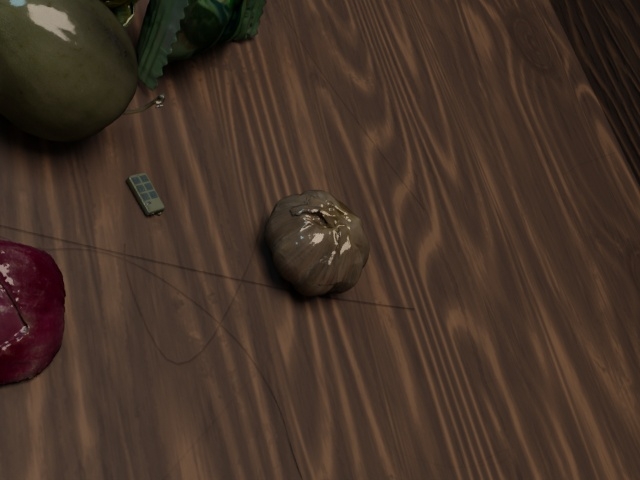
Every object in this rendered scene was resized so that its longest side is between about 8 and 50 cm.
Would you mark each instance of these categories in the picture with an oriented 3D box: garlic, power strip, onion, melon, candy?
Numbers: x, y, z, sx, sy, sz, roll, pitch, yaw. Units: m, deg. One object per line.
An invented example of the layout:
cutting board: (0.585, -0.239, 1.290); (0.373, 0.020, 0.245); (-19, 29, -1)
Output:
garlic: (-0.003, -0.003, 1.618); (0.228, 0.152, 0.228); (25, 46, -29)
power strip: (-0.321, -0.085, 1.522); (0.040, 0.016, 0.090); (-20, 74, -45)
onion: (-0.486, 0.081, 1.215); (0.250, 0.111, 0.247); (13, 52, -33)
melon: (-0.449, -0.306, 1.398); (0.272, 0.271, 0.308); (-63, 143, -44)
candy: (-0.216, -0.489, 1.711); (0.172, 0.263, 0.398); (44, 43, 11)

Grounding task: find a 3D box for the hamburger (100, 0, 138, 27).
hamburger: (-0.427, -0.475, 1.554); (0.260, 0.150, 0.276); (-27, 42, -19)
